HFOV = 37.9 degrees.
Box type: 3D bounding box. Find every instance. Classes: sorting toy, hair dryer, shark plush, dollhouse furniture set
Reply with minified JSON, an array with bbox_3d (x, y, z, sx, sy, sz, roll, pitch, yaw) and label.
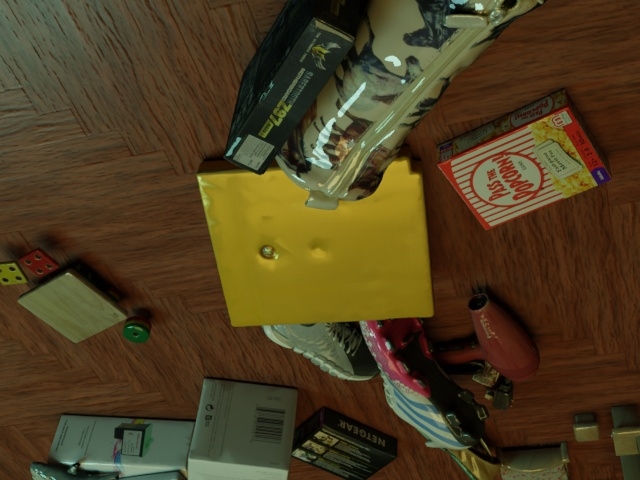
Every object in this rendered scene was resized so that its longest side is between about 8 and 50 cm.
[{"bbox_3d":[-0.417,0.094,1.562,0.132,0.046,0.274,-26,127,29],"label":"sorting toy"},{"bbox_3d":[0.254,0.199,1.572,0.224,0.080,0.293,9,135,-2],"label":"hair dryer"},{"bbox_3d":[-0.466,0.451,1.759,0.161,0.073,0.067,2,102,11],"label":"shark plush"},{"bbox_3d":[0.442,0.481,1.768,0.356,0.173,0.303,-9,133,14],"label":"dollhouse furniture set"}]

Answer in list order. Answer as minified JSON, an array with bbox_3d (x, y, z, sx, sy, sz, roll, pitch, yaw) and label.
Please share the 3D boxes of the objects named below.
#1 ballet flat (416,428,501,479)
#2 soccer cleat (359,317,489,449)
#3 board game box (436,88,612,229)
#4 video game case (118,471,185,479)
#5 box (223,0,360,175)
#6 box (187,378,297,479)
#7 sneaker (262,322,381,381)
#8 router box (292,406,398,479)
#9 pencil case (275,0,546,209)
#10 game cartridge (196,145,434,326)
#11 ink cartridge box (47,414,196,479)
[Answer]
[{"bbox_3d":[0.254,0.373,1.756,0.073,0.080,0.232,-46,112,0],"label":"ballet flat"},{"bbox_3d":[0.141,0.227,1.555,0.143,0.116,0.331,-22,110,46],"label":"soccer cleat"},{"bbox_3d":[0.280,-0.107,1.287,0.194,0.045,0.147,-24,128,27],"label":"board game box"},{"bbox_3d":[-0.333,0.524,1.830,0.213,0.023,0.193,-12,132,16],"label":"video game case"},{"bbox_3d":[-0.032,-0.217,1.114,0.059,0.183,0.232,24,131,-18],"label":"box"},{"bbox_3d":[-0.141,0.366,1.708,0.182,0.180,0.119,7,135,-1],"label":"box"},{"bbox_3d":[0.027,0.150,1.541,0.229,0.086,0.132,24,134,-16],"label":"sneaker"},{"bbox_3d":[0.042,0.405,1.824,0.179,0.046,0.133,28,131,-21],"label":"router box"},{"bbox_3d":[0.096,-0.211,1.108,0.160,0.183,0.410,25,133,-19],"label":"pencil case"},{"bbox_3d":[0.000,0.000,1.391,0.324,0.052,0.285,-4,123,8],"label":"game cartridge"},{"bbox_3d":[-0.377,0.457,1.870,0.278,0.117,0.201,2,135,5],"label":"ink cartridge box"}]
